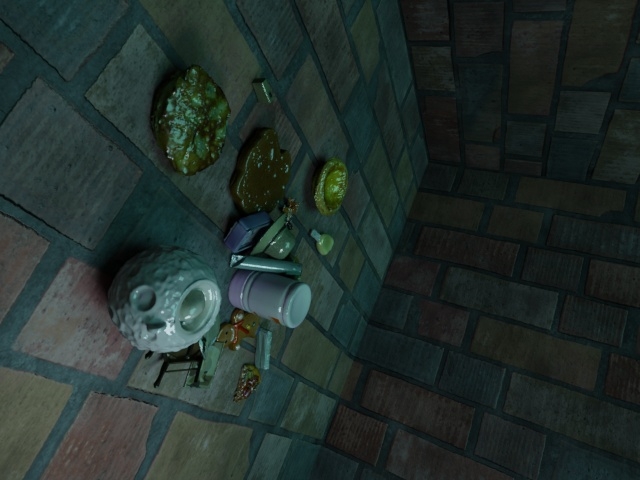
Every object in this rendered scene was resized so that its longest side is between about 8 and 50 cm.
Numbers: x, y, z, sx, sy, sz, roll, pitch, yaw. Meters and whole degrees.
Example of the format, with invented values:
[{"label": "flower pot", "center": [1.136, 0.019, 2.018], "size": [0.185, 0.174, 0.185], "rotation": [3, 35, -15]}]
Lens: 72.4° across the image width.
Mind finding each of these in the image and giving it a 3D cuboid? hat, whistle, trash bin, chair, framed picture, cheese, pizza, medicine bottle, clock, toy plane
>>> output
[{"label": "hat", "center": [-0.187, 0.013, 1.941], "size": [0.257, 0.130, 0.257], "rotation": [-51, -179, 2]}, {"label": "whistle", "center": [-0.233, 0.107, 1.899], "size": [0.062, 0.311, 0.062], "rotation": [-171, -90, -75]}, {"label": "trash bin", "center": [-0.234, -0.608, 1.777], "size": [0.043, 0.060, 0.092], "rotation": [-60, 146, -29]}, {"label": "chair", "center": [-0.498, 0.378, 1.621], "size": [0.319, 0.186, 0.160], "rotation": [-89, 174, -65]}, {"label": "framed picture", "center": [-0.486, 0.521, 1.835], "size": [0.135, 0.010, 0.201], "rotation": [22, 82, -47]}, {"label": "cheese", "center": [0.000, 0.000, 2.519], "size": [0.255, 0.050, 0.127], "rotation": [40, 68, -59]}, {"label": "pizza", "center": [-0.356, 0.721, 2.164], "size": [0.193, 0.053, 0.201], "rotation": [-65, 151, -22]}, {"label": "medicine bottle", "center": [-0.220, 0.242, 1.917], "size": [0.202, 0.315, 0.202], "rotation": [-38, 136, -50]}, {"label": "clock", "center": [-0.299, -0.035, 1.834], "size": [0.145, 0.073, 0.193], "rotation": [-51, 167, 31]}, {"label": "toy plane", "center": [-0.160, -0.123, 2.156], "size": [0.135, 0.062, 0.189], "rotation": [-4, 119, -62]}]

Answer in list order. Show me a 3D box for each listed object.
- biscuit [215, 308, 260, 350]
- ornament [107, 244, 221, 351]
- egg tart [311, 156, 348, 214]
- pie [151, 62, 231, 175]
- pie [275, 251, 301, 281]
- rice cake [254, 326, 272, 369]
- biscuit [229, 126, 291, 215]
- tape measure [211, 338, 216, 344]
[{"label": "biscuit", "center": [-0.369, 0.408, 2.009], "size": [0.324, 0.049, 0.206], "rotation": [-7, 109, -60]}, {"label": "ornament", "center": [-0.493, 0.178, 1.378], "size": [0.337, 0.336, 0.338], "rotation": [-36, 133, -52]}, {"label": "egg tart", "center": [0.033, -0.294, 2.361], "size": [0.319, 0.128, 0.319], "rotation": [-32, 128, -51]}, {"label": "pie", "center": [-0.427, -0.394, 1.461], "size": [0.288, 0.102, 0.355], "rotation": [-4, 109, -62]}, {"label": "pie", "center": [-0.163, 0.188, 2.085], "size": [0.055, 0.274, 0.275], "rotation": [3, 101, -33]}, {"label": "rice cake", "center": [-0.287, 0.540, 2.184], "size": [0.040, 0.084, 0.227], "rotation": [-14, 115, -52]}, {"label": "biscuit", "center": [-0.248, -0.290, 1.882], "size": [0.358, 0.074, 0.382], "rotation": [-10, 110, -61]}, {"label": "tape measure", "center": [-0.470, 0.386, 1.783], "size": [0.094, 0.054, 0.091], "rotation": [26, 72, -44]}]
